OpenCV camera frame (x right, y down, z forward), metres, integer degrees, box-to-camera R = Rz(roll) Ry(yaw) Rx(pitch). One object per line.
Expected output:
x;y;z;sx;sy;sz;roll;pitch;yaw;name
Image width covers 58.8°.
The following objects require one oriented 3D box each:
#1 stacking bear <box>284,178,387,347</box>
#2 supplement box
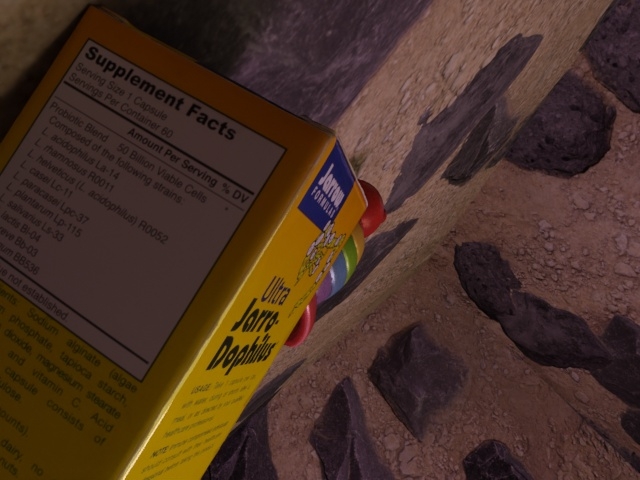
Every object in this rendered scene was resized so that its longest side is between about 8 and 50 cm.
0.000;0.000;0.917;0.289;0.175;0.164;-45;176;-38;stacking bear
-0.144;0.055;0.431;0.356;0.194;0.195;-58;166;-2;supplement box
